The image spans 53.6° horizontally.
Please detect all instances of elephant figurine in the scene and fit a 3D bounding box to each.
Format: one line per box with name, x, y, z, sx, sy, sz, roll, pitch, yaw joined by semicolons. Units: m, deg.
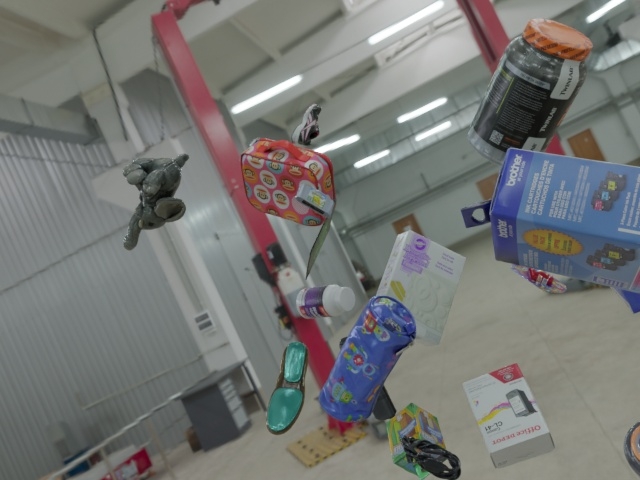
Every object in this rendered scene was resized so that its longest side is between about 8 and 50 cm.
elephant figurine;-0.472;-0.109;1.814;0.186;0.239;0.169;1;32;5

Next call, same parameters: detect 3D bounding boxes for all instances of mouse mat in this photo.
mouse mat;0.000;0.000;1.492;0.190;0.007;0.153;104;-170;-66

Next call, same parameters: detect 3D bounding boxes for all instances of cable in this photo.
cable;0.299;0.588;1.720;0.184;0.047;0.150;20;5;-20

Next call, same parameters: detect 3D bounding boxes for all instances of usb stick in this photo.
usb stick;0.138;0.402;1.846;0.077;0.278;0.045;-18;14;34

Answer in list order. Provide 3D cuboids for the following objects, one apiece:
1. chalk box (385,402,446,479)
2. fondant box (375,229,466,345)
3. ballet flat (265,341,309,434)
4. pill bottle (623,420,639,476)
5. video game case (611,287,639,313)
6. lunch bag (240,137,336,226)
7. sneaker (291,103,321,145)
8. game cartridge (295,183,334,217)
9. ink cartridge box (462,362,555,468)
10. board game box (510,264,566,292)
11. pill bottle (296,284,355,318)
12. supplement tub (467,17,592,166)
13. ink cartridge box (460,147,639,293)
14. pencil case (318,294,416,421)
chalk box;0.312;0.662;2.041;0.132;0.132;0.213;-45;25;21
fondant box;0.334;0.164;2.175;0.330;0.238;0.096;-68;13;-19
ballet flat;-0.106;0.509;2.135;0.116;0.342;0.124;6;-39;4
pill bottle;0.703;0.443;1.307;0.130;0.130;0.245;-26;-37;20
video game case;0.719;0.016;1.606;0.061;0.269;0.244;-30;21;12
lunch bag;-0.102;-0.189;1.897;0.293;0.258;0.120;18;48;26
sneaker;-0.033;-0.400;2.251;0.072;0.077;0.178;93;-157;-67
game cartridge;-0.010;-0.084;1.324;0.017;0.083;0.056;-52;14;34
ink cartridge box;0.673;0.627;2.285;0.226;0.131;0.306;-23;38;8
board game box;0.649;0.096;1.866;0.133;0.168;0.033;-1;-61;-35
pill bottle;0.020;0.205;2.140;0.193;0.108;0.108;-12;7;43
supplement tub;0.527;-0.366;1.602;0.207;0.207;0.338;-23;-35;-38
ink cartridge box;0.478;-0.036;1.212;0.395;0.151;0.270;15;-16;24
pencil case;0.107;0.269;1.399;0.119;0.133;0.306;-9;-48;-49
